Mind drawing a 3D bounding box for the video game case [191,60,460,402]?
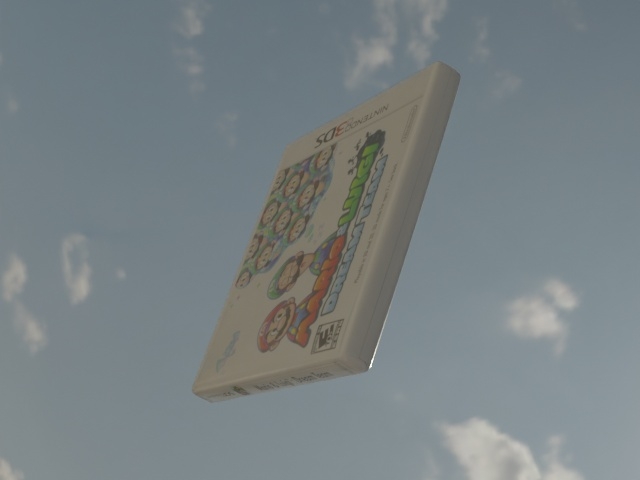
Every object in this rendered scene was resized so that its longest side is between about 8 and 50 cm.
[{"bbox_3d":[0.000,0.000,0.536,0.143,0.019,0.157,-21,-137,55],"label":"video game case"}]
